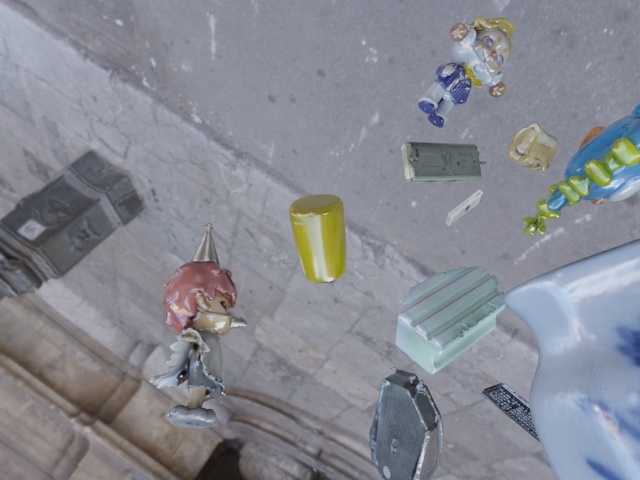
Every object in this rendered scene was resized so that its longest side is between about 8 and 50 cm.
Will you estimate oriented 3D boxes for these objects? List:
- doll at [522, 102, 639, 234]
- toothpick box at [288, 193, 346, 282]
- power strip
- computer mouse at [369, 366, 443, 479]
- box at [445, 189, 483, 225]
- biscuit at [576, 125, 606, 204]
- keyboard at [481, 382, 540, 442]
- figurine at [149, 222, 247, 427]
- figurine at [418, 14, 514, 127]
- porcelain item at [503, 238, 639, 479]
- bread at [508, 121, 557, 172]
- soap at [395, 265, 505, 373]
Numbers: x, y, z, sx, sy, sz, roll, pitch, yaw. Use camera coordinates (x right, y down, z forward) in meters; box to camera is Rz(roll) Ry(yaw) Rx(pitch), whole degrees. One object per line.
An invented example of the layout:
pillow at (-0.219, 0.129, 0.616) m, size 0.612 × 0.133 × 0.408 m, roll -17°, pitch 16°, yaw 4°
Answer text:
doll at (0.432, -0.141, 0.571) m, size 0.099 × 0.346 × 0.341 m, roll 49°, pitch 162°, yaw 9°
toothpick box at (0.000, 0.000, 1.493) m, size 0.174 × 0.175 × 0.272 m, roll 9°, pitch 118°, yaw 34°
power strip at (0.301, -0.184, 1.085) m, size 0.034 × 0.267 × 0.092 m, roll -16°, pitch 80°, yaw 59°
computer mouse at (0.142, 0.301, 0.716) m, size 0.126 × 0.071 × 0.231 m, roll -140°, pitch 50°, yaw -56°
box at (0.577, -0.131, 1.850) m, size 0.024 × 0.166 × 0.090 m, roll 50°, pitch 169°, yaw 23°
biscuit at (0.824, -0.226, 1.375) m, size 0.036 × 0.192 × 0.186 m, roll -4°, pitch 142°, yaw -2°
keyboard at (0.546, 0.469, 1.241) m, size 0.230 × 0.025 × 0.094 m, roll 39°, pitch 137°, yaw -2°
figurine at (-0.225, 0.152, 0.892) m, size 0.165 × 0.387 × 0.207 m, roll 4°, pitch 149°, yaw -7°
figurine at (0.344, -0.387, 1.079) m, size 0.193 × 0.275 × 0.133 m, roll 18°, pitch -174°, yaw -23°
porcelain item at (0.368, 0.212, 0.491) m, size 0.178 × 0.242 × 0.406 m, roll 75°, pitch 176°, yaw -70°
bread at (0.706, -0.307, 1.531) m, size 0.225 × 0.134 × 0.081 m, roll 13°, pitch -165°, yaw -39°
soap at (0.466, 0.254, 1.652) m, size 0.261 × 0.445 × 0.156 m, roll 36°, pitch 139°, yaw 39°
